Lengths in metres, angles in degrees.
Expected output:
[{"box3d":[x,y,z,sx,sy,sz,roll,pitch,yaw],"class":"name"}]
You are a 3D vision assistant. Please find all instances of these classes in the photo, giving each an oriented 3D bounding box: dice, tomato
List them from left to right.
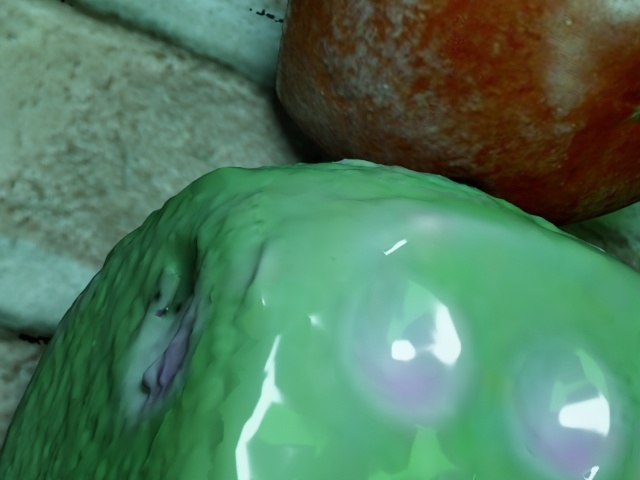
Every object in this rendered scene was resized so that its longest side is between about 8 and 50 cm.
[{"box3d":[0.019,0.166,0.843,0.322,0.330,0.318,23,59,-21],"class":"dice"},{"box3d":[0.152,-0.120,0.996,0.338,0.338,0.144,6,42,-31],"class":"tomato"}]
